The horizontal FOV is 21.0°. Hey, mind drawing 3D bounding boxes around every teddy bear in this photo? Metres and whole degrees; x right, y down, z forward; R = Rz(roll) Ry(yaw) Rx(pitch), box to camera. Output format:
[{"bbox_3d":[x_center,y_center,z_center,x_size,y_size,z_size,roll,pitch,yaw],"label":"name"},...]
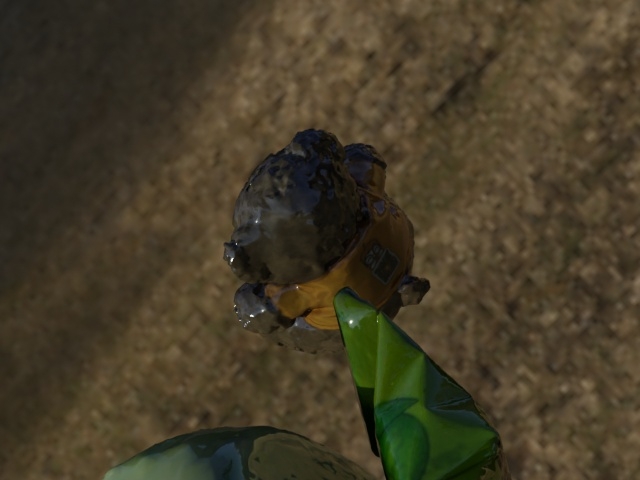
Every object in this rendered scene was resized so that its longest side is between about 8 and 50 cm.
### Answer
[{"bbox_3d":[0.000,0.000,1.331,0.140,0.190,0.177,26,81,37],"label":"teddy bear"}]

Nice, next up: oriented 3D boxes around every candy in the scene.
[{"bbox_3d":[0.073,0.137,0.957,0.069,0.149,0.246,-18,33,-2],"label":"candy"}]

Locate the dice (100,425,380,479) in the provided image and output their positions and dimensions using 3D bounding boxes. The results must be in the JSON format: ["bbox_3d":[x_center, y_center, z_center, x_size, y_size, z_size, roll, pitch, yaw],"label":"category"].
[{"bbox_3d":[-0.049,0.283,1.066,0.250,0.254,0.252,-39,36,21],"label":"dice"}]
